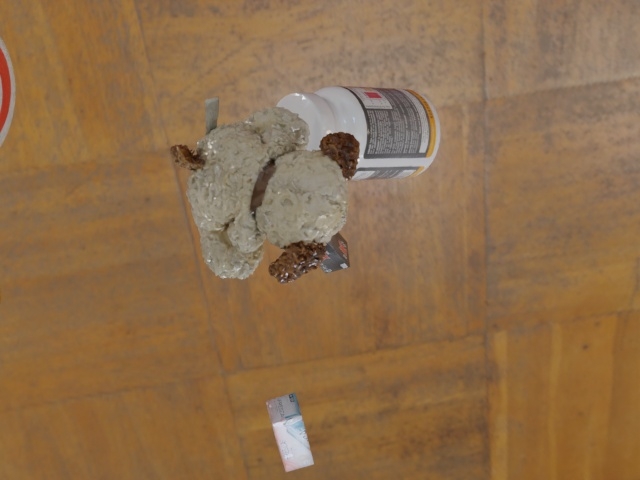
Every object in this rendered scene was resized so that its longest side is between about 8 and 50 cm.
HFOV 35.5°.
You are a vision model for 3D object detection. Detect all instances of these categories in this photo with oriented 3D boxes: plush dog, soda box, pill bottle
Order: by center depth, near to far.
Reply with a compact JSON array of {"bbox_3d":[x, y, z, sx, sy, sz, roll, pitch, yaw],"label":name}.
[{"bbox_3d":[-0.063,-0.069,1.345,0.225,0.262,0.210,17,171,26],"label":"plush dog"},{"bbox_3d":[0.059,-0.181,1.694,0.278,0.162,0.162,-5,133,-42],"label":"pill bottle"},{"bbox_3d":[0.000,0.000,1.856,0.053,0.060,0.169,-15,152,17],"label":"soda box"},{"bbox_3d":[-0.059,0.381,1.972,0.063,0.058,0.183,-16,137,-5],"label":"soda box"}]

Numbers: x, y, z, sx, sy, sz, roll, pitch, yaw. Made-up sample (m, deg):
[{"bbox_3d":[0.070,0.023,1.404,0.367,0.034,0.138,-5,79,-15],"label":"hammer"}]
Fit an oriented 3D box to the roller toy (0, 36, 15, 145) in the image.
[{"bbox_3d":[-0.466,-0.174,1.159,0.146,0.209,0.191,7,126,17],"label":"roller toy"}]
